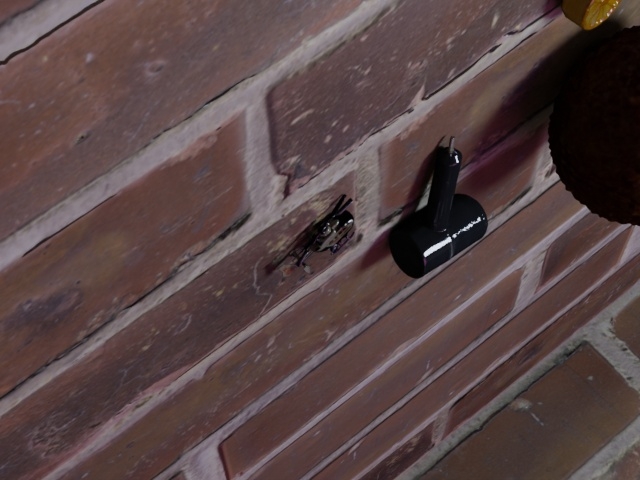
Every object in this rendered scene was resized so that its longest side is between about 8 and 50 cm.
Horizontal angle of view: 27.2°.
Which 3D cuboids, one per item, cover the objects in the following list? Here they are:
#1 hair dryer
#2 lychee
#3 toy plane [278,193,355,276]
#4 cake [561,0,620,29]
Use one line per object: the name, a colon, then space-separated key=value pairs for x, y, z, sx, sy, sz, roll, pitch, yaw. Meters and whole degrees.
hair dryer: x=0.159 y=-0.056 z=1.684 sx=0.124 sy=0.071 sz=0.219 roll=-34 pitch=148 yaw=-27
lychee: x=0.415 y=-0.150 z=1.702 sx=0.260 sy=0.260 sz=0.260 roll=-36 pitch=158 yaw=-17
toy plane: x=0.000 y=0.000 z=1.540 sx=0.121 sy=0.031 sz=0.049 roll=-46 pitch=153 yaw=3
cake: x=0.316 y=-0.286 z=1.531 sx=0.084 sy=0.044 sz=0.084 roll=-37 pitch=158 yaw=-18
